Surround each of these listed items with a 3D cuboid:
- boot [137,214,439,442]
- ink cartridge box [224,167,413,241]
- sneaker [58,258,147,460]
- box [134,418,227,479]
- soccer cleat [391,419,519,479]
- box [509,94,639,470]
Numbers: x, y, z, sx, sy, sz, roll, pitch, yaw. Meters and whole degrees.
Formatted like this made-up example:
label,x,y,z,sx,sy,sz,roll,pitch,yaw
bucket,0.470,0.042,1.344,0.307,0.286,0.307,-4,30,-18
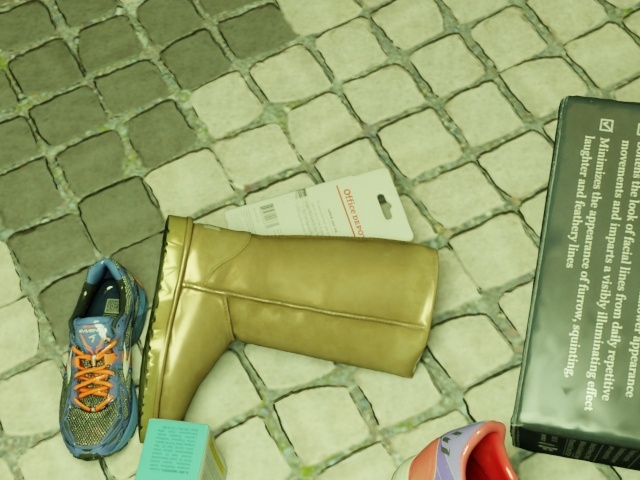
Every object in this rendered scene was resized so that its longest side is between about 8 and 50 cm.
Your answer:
label,x,y,z,sx,sy,sz,roll,pitch,yaw
boot,-0.033,0.100,1.225,0.269,0.089,0.236,10,94,-9
ink cartridge box,0.000,0.000,1.319,0.180,0.060,0.104,-15,56,-4
sneaker,-0.224,0.114,1.253,0.083,0.087,0.221,-5,56,4
box,-0.142,0.291,1.121,0.060,0.100,0.244,4,57,10
soccer cleat,0.160,0.302,1.028,0.108,0.116,0.318,3,54,-40
box,0.384,0.064,1.099,0.395,0.212,0.293,9,77,12
